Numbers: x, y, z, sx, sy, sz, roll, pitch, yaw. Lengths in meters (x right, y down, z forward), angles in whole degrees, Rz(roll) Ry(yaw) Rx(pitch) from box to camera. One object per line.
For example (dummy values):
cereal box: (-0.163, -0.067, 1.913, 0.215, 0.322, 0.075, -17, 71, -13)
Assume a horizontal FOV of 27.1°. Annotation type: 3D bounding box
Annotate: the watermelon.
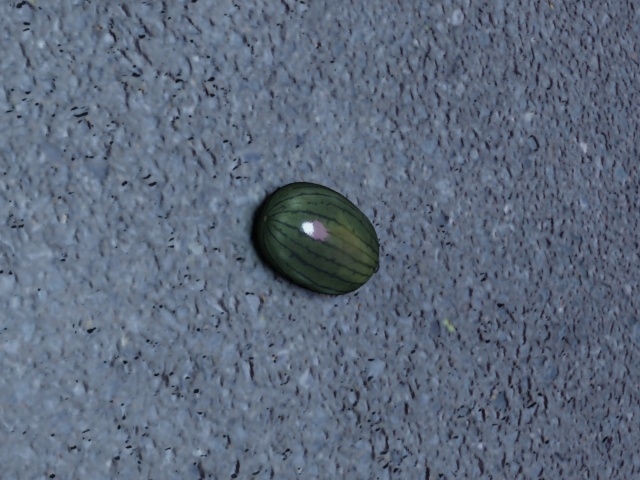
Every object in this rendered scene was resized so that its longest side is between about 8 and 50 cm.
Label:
watermelon: (0.000, 0.000, 1.025, 0.111, 0.078, 0.078, 35, 66, -30)
